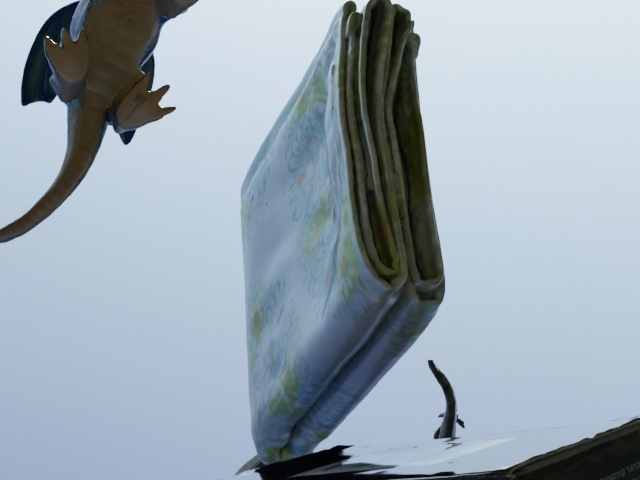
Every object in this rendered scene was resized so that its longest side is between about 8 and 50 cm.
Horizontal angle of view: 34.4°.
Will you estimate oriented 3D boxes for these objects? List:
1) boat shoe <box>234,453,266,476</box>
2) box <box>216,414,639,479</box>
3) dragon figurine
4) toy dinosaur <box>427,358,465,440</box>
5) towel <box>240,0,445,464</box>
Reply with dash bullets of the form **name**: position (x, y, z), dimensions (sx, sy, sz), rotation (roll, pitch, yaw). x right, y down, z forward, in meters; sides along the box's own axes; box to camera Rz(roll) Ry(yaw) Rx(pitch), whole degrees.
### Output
- **boat shoe**: position (-0.037, 0.250, 1.198), dimensions (0.040, 0.142, 0.049), rotation (43, 173, 43)
- **box**: position (0.095, 0.340, 0.699), dimensions (0.212, 0.293, 0.396), rotation (-2, -100, -50)
- **dragon figurine**: position (-0.142, -0.117, 0.671), dimensions (0.085, 0.144, 0.289), rotation (21, -100, -21)
- **toy dinosaur**: position (0.167, 0.282, 1.356), dimensions (0.064, 0.268, 0.118), rotation (2, -176, 24)
- **towel**: position (0.000, 0.000, 0.973), dimensions (0.090, 0.374, 0.321), rotation (9, -124, -16)
